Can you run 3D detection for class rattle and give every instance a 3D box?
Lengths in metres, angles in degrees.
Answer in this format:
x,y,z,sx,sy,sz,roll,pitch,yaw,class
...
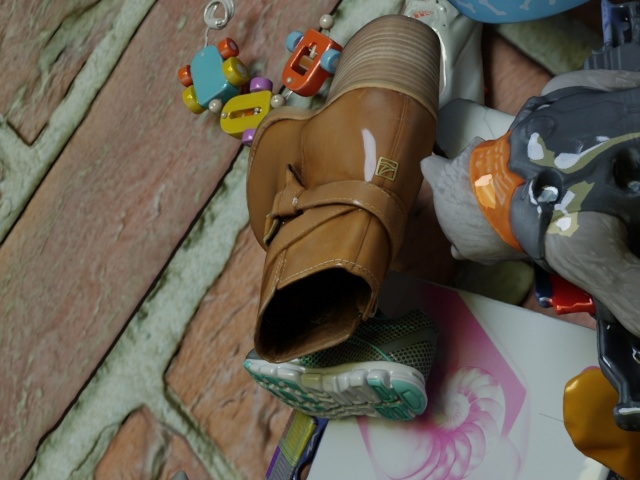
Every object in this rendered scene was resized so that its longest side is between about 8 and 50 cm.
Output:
x,y,z,sx,sy,sz,roll,pitch,yaw,class
0.236,0.166,0.986,0.130,0.142,0.199,-25,47,11,rattle

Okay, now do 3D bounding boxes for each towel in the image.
x,y,z,sx,sy,sz,roll,pitch,yaw,class
-0.023,0.159,1.261,0.060,0.009,0.083,-146,77,-75,towel

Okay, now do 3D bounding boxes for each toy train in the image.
x,y,z,sx,sy,sz,roll,pitch,yaw,class
-0.046,-0.140,1.461,0.166,0.046,0.125,28,90,44,toy train

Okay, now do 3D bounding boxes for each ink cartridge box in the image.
x,y,z,sx,sy,sz,roll,pitch,yaw,class
0.055,0.190,1.193,0.330,0.071,0.324,15,82,45,ink cartridge box

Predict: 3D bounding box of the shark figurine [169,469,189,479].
x,y,z,sx,sy,sz,roll,pitch,yaw,class
-0.116,0.260,1.237,0.278,0.116,0.166,-171,97,-72,shark figurine

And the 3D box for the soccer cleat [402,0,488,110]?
x,y,z,sx,sy,sz,roll,pitch,yaw,class
0.089,-0.167,1.319,0.068,0.076,0.196,-22,57,35,soccer cleat

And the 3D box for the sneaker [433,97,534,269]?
x,y,z,sx,sy,sz,roll,pitch,yaw,class
0.190,-0.033,1.163,0.129,0.111,0.297,-50,48,-7,sneaker

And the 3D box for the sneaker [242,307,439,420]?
x,y,z,sx,sy,sz,roll,pitch,yaw,class
0.019,0.080,1.202,0.166,0.065,0.076,0,55,43,sneaker

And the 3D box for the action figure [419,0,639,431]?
x,y,z,sx,sy,sz,roll,pitch,yaw,class
0.208,-0.084,0.994,0.330,0.178,0.341,-24,43,18,action figure

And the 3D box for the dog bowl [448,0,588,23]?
x,y,z,sx,sy,sz,roll,pitch,yaw,class
0.129,-0.241,1.248,0.166,0.074,0.297,-26,30,-3,dog bowl

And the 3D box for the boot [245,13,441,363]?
x,y,z,sx,sy,sz,roll,pitch,yaw,class
0.000,0.000,1.223,0.283,0.109,0.220,-45,26,51,boot
